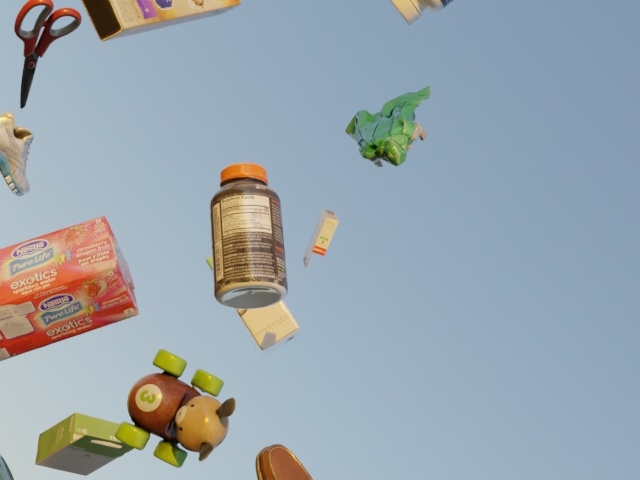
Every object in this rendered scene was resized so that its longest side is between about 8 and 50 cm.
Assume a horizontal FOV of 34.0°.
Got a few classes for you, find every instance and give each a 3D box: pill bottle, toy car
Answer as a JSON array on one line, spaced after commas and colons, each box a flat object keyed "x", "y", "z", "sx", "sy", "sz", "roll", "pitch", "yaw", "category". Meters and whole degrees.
[{"x": 0.202, "y": -0.466, "z": 1.822, "sx": 0.112, "sy": 0.187, "sz": 0.112, "roll": 50, "pitch": 8, "yaw": -9, "category": "pill bottle"}, {"x": -0.129, "y": -0.012, "z": 1.849, "sx": 0.130, "sy": 0.130, "sz": 0.245, "roll": 127, "pitch": -37, "yaw": -59, "category": "pill bottle"}, {"x": -0.200, "y": 0.271, "z": 1.596, "sx": 0.149, "sy": 0.155, "sz": 0.188, "roll": 33, "pitch": -14, "yaw": -31, "category": "toy car"}]

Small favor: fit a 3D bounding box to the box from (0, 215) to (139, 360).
[{"x": -0.431, "y": 0.077, "z": 1.644, "sx": 0.128, "sy": 0.257, "sz": 0.122, "roll": 76, "pitch": -6, "yaw": -48, "category": "box"}]

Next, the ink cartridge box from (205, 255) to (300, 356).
[{"x": -0.172, "y": 0.149, "z": 2.655, "sx": 0.273, "sy": 0.115, "sz": 0.198, "roll": 58, "pitch": -9, "yaw": 8, "category": "ink cartridge box"}]

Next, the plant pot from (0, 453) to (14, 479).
[{"x": -0.538, "y": 0.316, "z": 1.327, "sx": 0.290, "sy": 0.290, "sz": 0.195, "roll": 40, "pitch": -37, "yaw": 25, "category": "plant pot"}]

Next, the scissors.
[{"x": -0.525, "y": -0.331, "z": 1.869, "sx": 0.297, "sy": 0.109, "sz": 0.021, "roll": -40, "pitch": -122, "yaw": 42, "category": "scissors"}]

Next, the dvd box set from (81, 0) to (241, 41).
[{"x": -0.333, "y": -0.551, "z": 1.967, "sx": 0.062, "sy": 0.420, "sz": 0.307, "roll": -20, "pitch": -81, "yaw": 30, "category": "dvd box set"}]

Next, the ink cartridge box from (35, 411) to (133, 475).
[{"x": -0.429, "y": 0.370, "z": 1.929, "sx": 0.109, "sy": 0.062, "sz": 0.209, "roll": 23, "pitch": -37, "yaw": -31, "category": "ink cartridge box"}]

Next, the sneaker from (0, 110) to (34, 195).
[{"x": -0.529, "y": -0.151, "z": 1.818, "sx": 0.071, "sy": 0.083, "sz": 0.190, "roll": 53, "pitch": -15, "yaw": 31, "category": "sneaker"}]

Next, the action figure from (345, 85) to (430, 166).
[{"x": 0.094, "y": -0.141, "z": 1.386, "sx": 0.063, "sy": 0.137, "sz": 0.232, "roll": 56, "pitch": 14, "yaw": -13, "category": "action figure"}]

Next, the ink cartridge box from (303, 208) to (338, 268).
[{"x": 0.000, "y": 0.000, "z": 2.069, "sx": 0.063, "sy": 0.029, "sz": 0.115, "roll": -106, "pitch": -144, "yaw": -71, "category": "ink cartridge box"}]

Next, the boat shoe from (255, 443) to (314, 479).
[{"x": -0.018, "y": 0.518, "z": 2.024, "sx": 0.307, "sy": 0.111, "sz": 0.104, "roll": 57, "pitch": -40, "yaw": 20, "category": "boat shoe"}]
